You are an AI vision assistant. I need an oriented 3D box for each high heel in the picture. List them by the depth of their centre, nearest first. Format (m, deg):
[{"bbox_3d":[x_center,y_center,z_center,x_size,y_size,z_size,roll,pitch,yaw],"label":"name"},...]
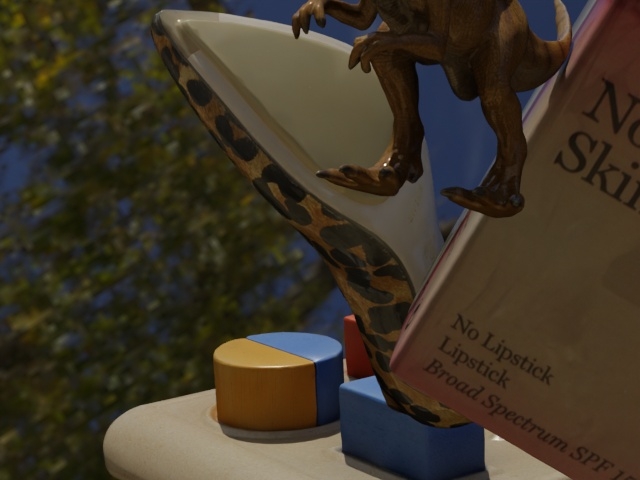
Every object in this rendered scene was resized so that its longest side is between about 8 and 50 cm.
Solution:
[{"bbox_3d":[0.000,0.000,0.950,0.261,0.093,0.186,35,-35,-8],"label":"high heel"}]

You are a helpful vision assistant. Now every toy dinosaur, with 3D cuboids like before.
[{"bbox_3d":[0.051,-0.064,0.624,0.064,0.211,0.112,5,-102,32],"label":"toy dinosaur"}]

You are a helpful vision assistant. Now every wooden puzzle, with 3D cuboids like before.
[{"bbox_3d":[0.068,0.107,1.290,0.322,0.348,0.080,15,-64,54],"label":"wooden puzzle"}]

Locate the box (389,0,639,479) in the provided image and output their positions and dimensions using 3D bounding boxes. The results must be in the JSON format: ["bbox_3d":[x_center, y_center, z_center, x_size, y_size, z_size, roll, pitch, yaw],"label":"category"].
[{"bbox_3d":[0.150,-0.024,0.736,0.149,0.127,0.232,30,-67,1],"label":"box"}]
